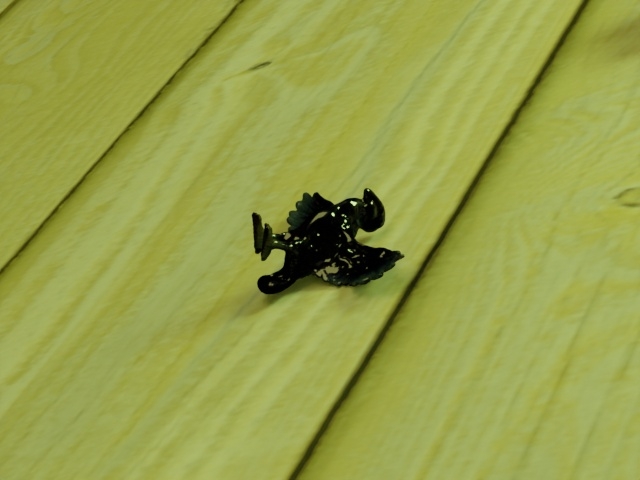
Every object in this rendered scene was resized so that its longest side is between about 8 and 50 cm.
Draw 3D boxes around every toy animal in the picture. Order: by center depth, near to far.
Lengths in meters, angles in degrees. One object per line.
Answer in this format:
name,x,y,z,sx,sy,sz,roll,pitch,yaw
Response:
toy animal,0.000,0.000,1.462,0.108,0.062,0.220,-15,19,-18
